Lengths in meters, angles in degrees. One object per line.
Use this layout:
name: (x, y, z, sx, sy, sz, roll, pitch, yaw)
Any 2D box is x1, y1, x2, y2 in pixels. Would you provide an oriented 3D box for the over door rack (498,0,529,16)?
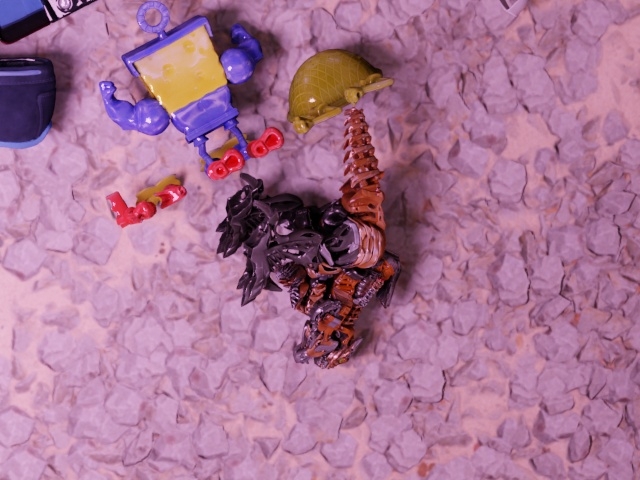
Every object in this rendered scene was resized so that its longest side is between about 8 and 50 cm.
over door rack: (0.224, -0.452, 1.619, 0.239, 0.108, 0.324, 19, 110, -47)

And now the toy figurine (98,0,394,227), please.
toy figurine: (-0.123, -0.192, 1.620, 0.362, 0.191, 0.217, -30, 98, -4)

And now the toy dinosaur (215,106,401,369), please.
toy dinosaur: (0.000, 0.000, 1.693, 0.218, 0.164, 0.322, 4, 94, -19)

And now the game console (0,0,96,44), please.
game console: (-0.331, -0.316, 1.607, 0.124, 0.085, 0.144, -23, 103, 16)

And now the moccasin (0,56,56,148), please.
moccasin: (-0.469, -0.199, 1.595, 0.342, 0.138, 0.117, 9, 112, -23)
